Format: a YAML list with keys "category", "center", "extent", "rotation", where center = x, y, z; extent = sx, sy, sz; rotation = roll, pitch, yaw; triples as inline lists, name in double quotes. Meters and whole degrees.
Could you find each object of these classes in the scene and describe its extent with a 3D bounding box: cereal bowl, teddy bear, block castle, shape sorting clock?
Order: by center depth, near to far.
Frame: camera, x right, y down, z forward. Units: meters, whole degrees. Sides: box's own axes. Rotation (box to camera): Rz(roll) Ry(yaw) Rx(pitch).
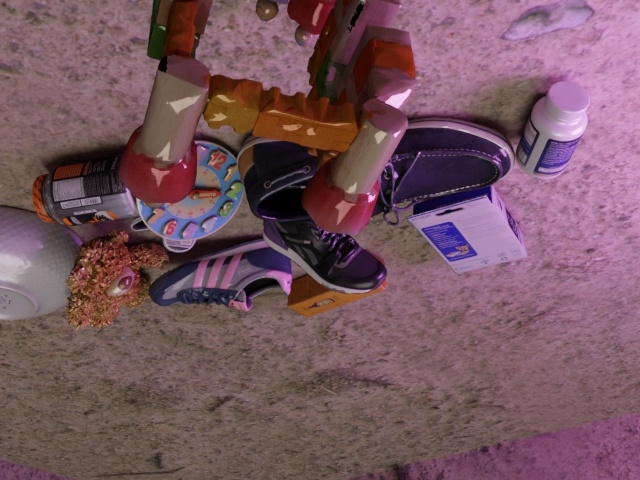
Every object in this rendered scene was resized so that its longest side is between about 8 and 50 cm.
- category: "block castle"
  center: [-0.074, -0.227, 1.013]
  extent: [0.303, 0.453, 0.213]
  rotation: [9, 139, -18]
- category: "shape sorting clock"
  center: [-0.236, -0.088, 1.507]
  extent: [0.206, 0.040, 0.206]
  rotation: [-14, 123, -23]
- category: "cereal bowl"
  center: [-0.675, 0.075, 1.758]
  extent: [0.339, 0.141, 0.339]
  rotation: [-1, 149, -1]
- category: "teddy bear"
  center: [-0.439, 0.102, 1.761]
  extent: [0.245, 0.113, 0.338]
  rotation: [-21, 160, -32]

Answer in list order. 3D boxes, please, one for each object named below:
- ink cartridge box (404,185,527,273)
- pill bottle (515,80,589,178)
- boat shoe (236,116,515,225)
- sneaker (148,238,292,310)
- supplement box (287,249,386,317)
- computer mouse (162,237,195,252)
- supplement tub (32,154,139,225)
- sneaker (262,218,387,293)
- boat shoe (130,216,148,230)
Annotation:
- category: "ink cartridge box"
  center: [0.298, -0.029, 1.655]
  extent: [0.165, 0.065, 0.332]
  rotation: [-14, 154, 21]
- category: "pill bottle"
  center: [0.400, -0.190, 1.407]
  extent: [0.094, 0.094, 0.169]
  rotation: [1, 148, -3]
- category: "boat shoe"
  center: [0.099, -0.111, 1.472]
  extent: [0.500, 0.156, 0.187]
  rotation: [-2, 146, -1]
- category: "sneaker"
  center: [-0.213, 0.100, 1.761]
  extent: [0.319, 0.131, 0.112]
  rotation: [-20, 154, 6]
- category: "supplement box"
  center: [0.034, 0.103, 1.881]
  extent: [0.233, 0.080, 0.078]
  rotation: [-24, 140, 30]
- category: "computer mouse"
  center: [-0.260, -0.070, 1.566]
  extent: [0.106, 0.042, 0.193]
  rotation: [9, 112, -24]
- category: "supplement tub"
  center: [-0.425, -0.090, 1.523]
  extent: [0.190, 0.117, 0.117]
  rotation: [-8, 147, 11]
- category: "sneaker"
  center: [0.000, 0.000, 1.590]
  extent: [0.283, 0.107, 0.124]
  rotation: [27, 144, 22]
- category: "boat shoe"
  center: [-0.295, -0.056, 1.628]
  extent: [0.184, 0.063, 0.066]
  rotation: [-6, 147, 9]
